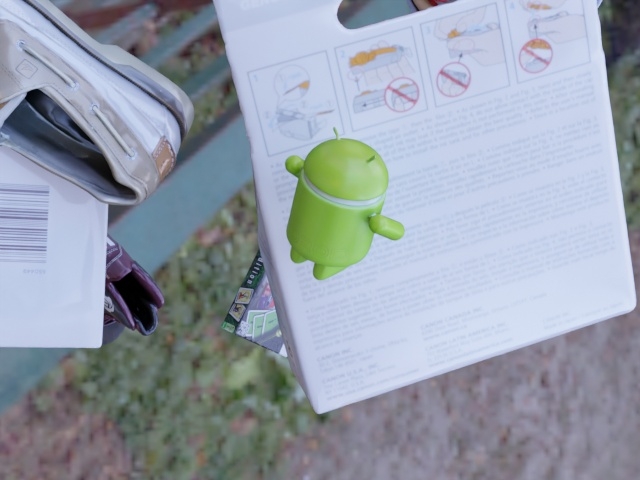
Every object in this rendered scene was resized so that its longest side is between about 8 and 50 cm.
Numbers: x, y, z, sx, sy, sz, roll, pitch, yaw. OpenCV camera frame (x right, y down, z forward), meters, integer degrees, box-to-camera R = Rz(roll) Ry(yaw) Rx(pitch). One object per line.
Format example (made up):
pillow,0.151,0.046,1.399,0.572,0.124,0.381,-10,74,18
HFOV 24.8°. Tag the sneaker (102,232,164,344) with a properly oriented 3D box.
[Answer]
sneaker,-0.280,0.096,1.991,0.106,0.162,0.281,-41,154,-21

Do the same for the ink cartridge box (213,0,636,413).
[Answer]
ink cartridge box,0.089,-0.073,1.225,0.091,0.308,0.385,-124,-161,-65

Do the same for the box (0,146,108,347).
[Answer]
box,-0.323,-0.016,1.402,0.168,0.345,0.215,2,90,-20

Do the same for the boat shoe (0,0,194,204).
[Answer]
boat shoe,-0.251,-0.134,1.181,0.302,0.113,0.103,26,53,-11

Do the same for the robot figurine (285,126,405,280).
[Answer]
robot figurine,0.013,-0.027,1.097,0.067,0.101,0.115,-24,140,-43

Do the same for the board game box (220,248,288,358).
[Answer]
board game box,0.000,0.000,1.558,0.136,0.030,0.259,29,85,-48

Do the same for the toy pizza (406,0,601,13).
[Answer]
toy pizza,0.166,-0.264,1.324,0.032,0.201,0.201,-3,87,-74
